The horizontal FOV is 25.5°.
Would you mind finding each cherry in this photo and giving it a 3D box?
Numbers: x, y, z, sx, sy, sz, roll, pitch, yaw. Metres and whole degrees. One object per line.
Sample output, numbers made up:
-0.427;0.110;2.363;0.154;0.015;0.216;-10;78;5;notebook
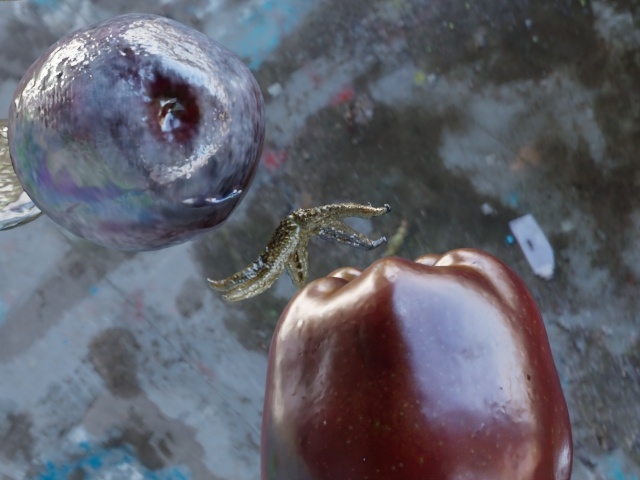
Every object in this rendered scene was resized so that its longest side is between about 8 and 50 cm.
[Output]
-0.132;-0.082;1.046;0.195;0.195;0.195;-7;66;15;cherry

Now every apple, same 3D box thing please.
0.086;0.169;1.277;0.288;0.288;0.317;-8;85;14;apple

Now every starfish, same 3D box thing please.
-0.001;-0.005;0.965;0.130;0.133;0.041;-37;76;37;starfish

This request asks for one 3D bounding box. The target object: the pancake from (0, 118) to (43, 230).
-0.369;-0.068;1.465;0.250;0.031;0.250;-3;28;2;pancake
